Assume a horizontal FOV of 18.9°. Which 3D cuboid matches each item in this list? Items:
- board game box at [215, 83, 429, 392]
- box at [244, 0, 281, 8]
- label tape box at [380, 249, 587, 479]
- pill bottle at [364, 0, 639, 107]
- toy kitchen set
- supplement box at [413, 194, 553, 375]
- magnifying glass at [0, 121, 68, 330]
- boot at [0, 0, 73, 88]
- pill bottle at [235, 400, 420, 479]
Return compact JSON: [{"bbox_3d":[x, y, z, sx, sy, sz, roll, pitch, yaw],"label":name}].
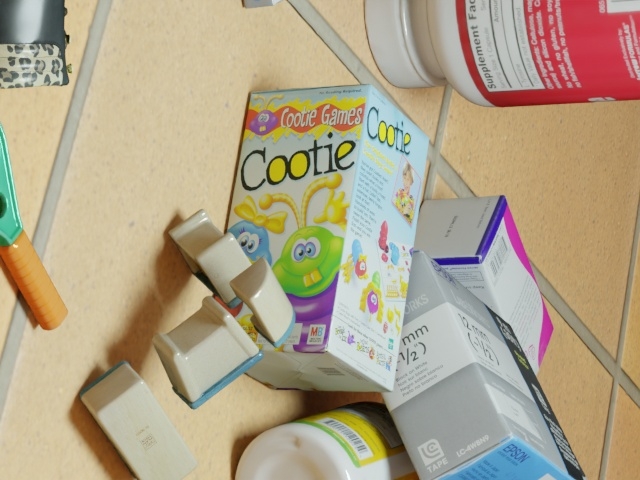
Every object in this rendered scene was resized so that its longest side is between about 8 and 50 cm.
[{"bbox_3d":[0.000,0.000,1.922,0.144,0.142,0.275,37,58,-55],"label":"board game box"},{"bbox_3d":[-0.032,-0.330,1.986,0.186,0.038,0.145,-34,118,-56],"label":"box"},{"bbox_3d":[0.137,0.122,2.037,0.249,0.115,0.347,38,26,-56],"label":"label tape box"},{"bbox_3d":[0.267,-0.265,2.141,0.229,0.408,0.229,2,87,-60],"label":"pill bottle"},{"bbox_3d":[-0.131,0.099,1.768,0.207,0.166,0.122,-37,128,-12],"label":"toy kitchen set"},{"bbox_3d":[0.188,0.065,2.291,0.220,0.114,0.111,65,36,-34],"label":"supplement box"},{"bbox_3d":[-0.263,-0.021,1.570,0.092,0.026,0.231,-60,139,-43],"label":"magnifying glass"},{"bbox_3d":[-0.224,-0.220,1.597,0.236,0.085,0.178,-18,109,-60],"label":"boot"},{"bbox_3d":[0.030,0.239,1.971,0.246,0.136,0.136,-7,95,-61],"label":"pill bottle"}]
